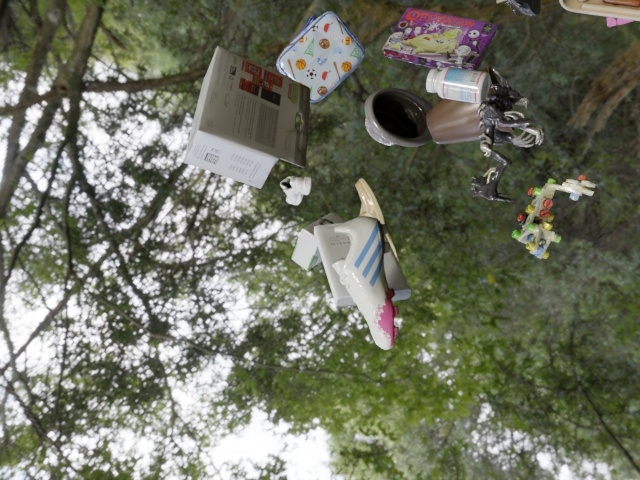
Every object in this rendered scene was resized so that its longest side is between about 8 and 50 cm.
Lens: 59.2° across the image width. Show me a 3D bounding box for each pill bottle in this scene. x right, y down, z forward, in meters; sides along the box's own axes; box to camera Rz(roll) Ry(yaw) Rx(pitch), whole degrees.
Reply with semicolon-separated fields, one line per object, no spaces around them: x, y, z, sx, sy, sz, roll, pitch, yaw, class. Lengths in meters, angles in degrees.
0.379;-0.430;1.556;0.160;0.087;0.087;19;-176;27;pill bottle

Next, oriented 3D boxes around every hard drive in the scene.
0.110;0.055;1.584;0.203;0.040;0.307;-6;-140;-10;hard drive

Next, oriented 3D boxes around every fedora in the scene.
0.275;-0.429;2.063;0.275;0.124;0.244;10;-113;-16;fedora

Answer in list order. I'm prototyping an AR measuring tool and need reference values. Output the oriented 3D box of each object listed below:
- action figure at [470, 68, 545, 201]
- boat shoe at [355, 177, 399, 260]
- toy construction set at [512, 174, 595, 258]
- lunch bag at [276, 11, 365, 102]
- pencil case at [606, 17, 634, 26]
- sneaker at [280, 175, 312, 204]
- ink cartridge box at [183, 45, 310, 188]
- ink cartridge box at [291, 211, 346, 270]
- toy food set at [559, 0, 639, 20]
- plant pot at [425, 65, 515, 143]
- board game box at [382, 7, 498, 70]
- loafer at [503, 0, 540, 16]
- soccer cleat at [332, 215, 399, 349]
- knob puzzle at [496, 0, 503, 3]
0.410;-0.228;1.237;0.141;0.276;0.164;9;-168;14;action figure
0.186;-0.063;2.094;0.121;0.110;0.341;-41;-70;-84;boat shoe
0.789;-0.098;1.957;0.151;0.328;0.215;36;-178;-3;toy construction set
-0.001;-0.675;2.068;0.243;0.303;0.115;47;-177;-12;lunch bag
1.094;-0.796;1.924;0.098;0.209;0.095;-26;-67;-48;pencil case
-0.115;-0.219;2.328;0.115;0.232;0.090;14;-111;-15;sneaker
-0.176;-0.301;1.434;0.272;0.130;0.309;18;-128;-20;ink cartridge box
0.000;0.000;2.255;0.092;0.160;0.219;35;-144;18;ink cartridge box
0.796;-0.689;1.447;0.306;0.220;0.092;17;165;18;toy food set
0.459;-0.395;1.772;0.215;0.230;0.215;41;-142;-43;plant pot
0.419;-0.703;1.986;0.347;0.208;0.056;22;158;26;board game box
0.643;-0.832;1.906;0.095;0.109;0.302;2;174;44;loafer
0.104;0.106;1.390;0.116;0.143;0.331;121;143;-80;soccer cleat
0.600;-0.744;1.657;0.213;0.213;0.030;-78;-33;-70;knob puzzle
